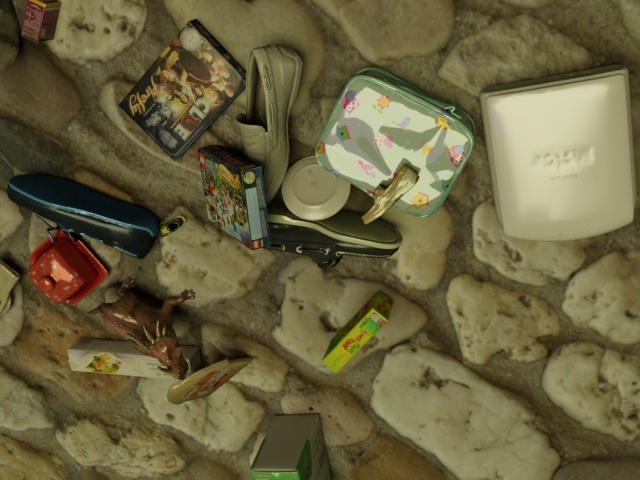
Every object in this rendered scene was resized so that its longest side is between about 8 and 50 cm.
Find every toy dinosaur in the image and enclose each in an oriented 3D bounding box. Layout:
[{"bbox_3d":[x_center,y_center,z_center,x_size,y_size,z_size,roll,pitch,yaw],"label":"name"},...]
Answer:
[{"bbox_3d":[-0.412,0.187,1.615,0.295,0.200,0.127,15,115,8],"label":"toy dinosaur"}]

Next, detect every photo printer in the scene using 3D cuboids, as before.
[{"bbox_3d":[0.439,-0.145,1.317,0.255,0.107,0.308,-6,111,16],"label":"photo printer"}]

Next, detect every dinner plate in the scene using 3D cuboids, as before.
[{"bbox_3d":[-0.010,-0.109,1.445,0.141,0.017,0.141,-3,69,7],"label":"dinner plate"}]

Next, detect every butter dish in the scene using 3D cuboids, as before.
[{"bbox_3d":[-0.608,0.079,1.663,0.159,0.118,0.160,-35,101,25],"label":"butter dish"}]

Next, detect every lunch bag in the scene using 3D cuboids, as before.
[{"bbox_3d":[0.150,-0.190,1.370,0.279,0.108,0.224,27,115,1],"label":"lunch bag"}]

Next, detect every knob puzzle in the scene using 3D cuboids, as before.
[{"bbox_3d":[-0.278,0.320,1.659,0.213,0.213,0.030,-40,68,25],"label":"knob puzzle"}]

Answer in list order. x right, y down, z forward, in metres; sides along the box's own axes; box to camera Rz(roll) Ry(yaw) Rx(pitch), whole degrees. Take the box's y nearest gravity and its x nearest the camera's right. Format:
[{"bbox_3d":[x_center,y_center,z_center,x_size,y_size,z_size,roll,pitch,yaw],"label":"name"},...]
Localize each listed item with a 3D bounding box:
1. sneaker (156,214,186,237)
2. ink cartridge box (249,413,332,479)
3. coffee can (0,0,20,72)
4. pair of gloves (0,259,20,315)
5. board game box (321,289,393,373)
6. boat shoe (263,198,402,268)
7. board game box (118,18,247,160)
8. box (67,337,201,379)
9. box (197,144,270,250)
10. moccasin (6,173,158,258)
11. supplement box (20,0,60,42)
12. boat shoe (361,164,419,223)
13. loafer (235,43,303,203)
[{"bbox_3d":[-0.339,-0.029,1.597,0.083,0.035,0.031,-30,102,23],"label":"sneaker"},{"bbox_3d":[-0.054,0.590,1.691,0.121,0.211,0.289,-5,111,15],"label":"ink cartridge box"},{"bbox_3d":[-0.788,-0.422,1.449,0.275,0.201,0.202,-3,112,15],"label":"coffee can"},{"bbox_3d":[-0.858,0.086,1.771,0.240,0.042,0.204,34,119,0],"label":"pair of gloves"},{"bbox_3d":[0.081,0.198,1.559,0.043,0.092,0.181,39,116,-3],"label":"board game box"},{"bbox_3d":[-0.002,0.002,1.478,0.339,0.127,0.113,10,116,11],"label":"boat shoe"},{"bbox_3d":[-0.276,-0.302,1.462,0.165,0.042,0.243,45,115,-7],"label":"board game box"},{"bbox_3d":[-0.452,0.287,1.742,0.323,0.067,0.063,2,114,12],"label":"box"},{"bbox_3d":[-0.176,-0.091,1.439,0.044,0.233,0.159,-17,114,-25],"label":"box"},{"bbox_3d":[-0.535,-0.042,1.586,0.341,0.138,0.117,22,120,5],"label":"moccasin"},{"bbox_3d":[-0.570,-0.453,1.465,0.043,0.055,0.083,25,115,4],"label":"supplement box"},{"bbox_3d":[0.122,-0.086,1.334,0.135,0.050,0.045,-43,94,14],"label":"boat shoe"},{"bbox_3d":[-0.119,-0.222,1.407,0.112,0.111,0.320,32,120,46],"label":"loafer"}]
